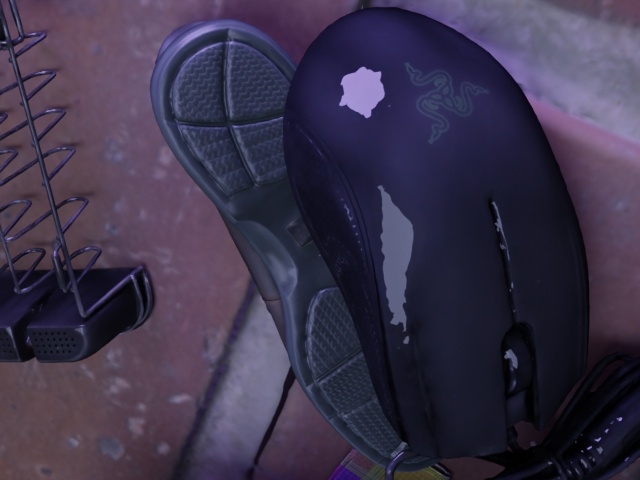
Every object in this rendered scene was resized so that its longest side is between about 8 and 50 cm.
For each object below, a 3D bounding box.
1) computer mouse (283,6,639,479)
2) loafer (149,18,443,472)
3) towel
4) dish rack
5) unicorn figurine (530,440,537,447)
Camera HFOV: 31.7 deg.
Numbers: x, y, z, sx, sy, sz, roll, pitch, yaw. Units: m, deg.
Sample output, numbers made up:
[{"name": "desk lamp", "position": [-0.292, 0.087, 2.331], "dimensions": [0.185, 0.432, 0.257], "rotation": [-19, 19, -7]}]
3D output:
[{"name": "computer mouse", "position": [0.079, 0.016, 0.524], "dimensions": [0.272, 0.188, 0.072], "rotation": [65, 158, -11]}, {"name": "loafer", "position": [0.000, 0.000, 0.591], "dimensions": [0.096, 0.084, 0.267], "rotation": [-31, 112, -4]}, {"name": "towel", "position": [0.037, 0.152, 0.691], "dimensions": [0.060, 0.009, 0.083], "rotation": [33, 123, -3]}, {"name": "dish rack", "position": [-0.224, -0.051, 0.628], "dimensions": [0.208, 0.074, 0.271], "rotation": [-2, 115, 17]}, {"name": "unicorn figurine", "position": [0.141, 0.173, 0.647], "dimensions": [0.162, 0.060, 0.111], "rotation": [27, 121, -16]}]
